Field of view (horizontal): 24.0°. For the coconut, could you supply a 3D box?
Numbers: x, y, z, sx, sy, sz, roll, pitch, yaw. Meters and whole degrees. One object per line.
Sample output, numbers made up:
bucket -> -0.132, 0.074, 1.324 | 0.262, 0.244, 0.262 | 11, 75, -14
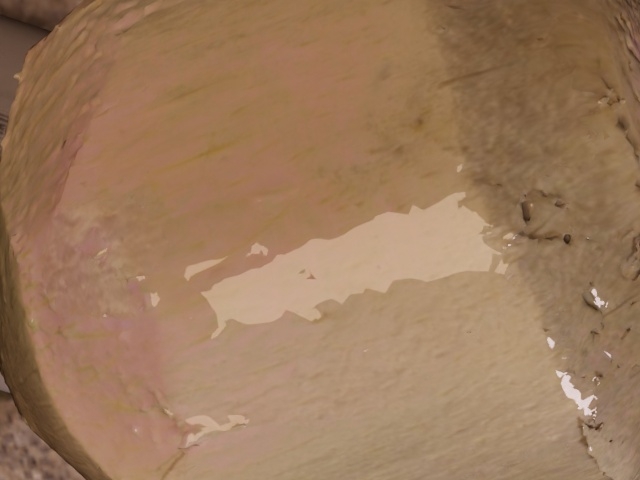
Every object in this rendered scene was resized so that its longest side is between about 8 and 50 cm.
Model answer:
coconut -> 0.000, 0.000, 0.471 | 0.234, 0.224, 0.224 | -12, 97, 18

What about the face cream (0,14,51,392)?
face cream -> -0.213, -0.044, 0.603 | 0.291, 0.071, 0.144 | 18, 105, 13
